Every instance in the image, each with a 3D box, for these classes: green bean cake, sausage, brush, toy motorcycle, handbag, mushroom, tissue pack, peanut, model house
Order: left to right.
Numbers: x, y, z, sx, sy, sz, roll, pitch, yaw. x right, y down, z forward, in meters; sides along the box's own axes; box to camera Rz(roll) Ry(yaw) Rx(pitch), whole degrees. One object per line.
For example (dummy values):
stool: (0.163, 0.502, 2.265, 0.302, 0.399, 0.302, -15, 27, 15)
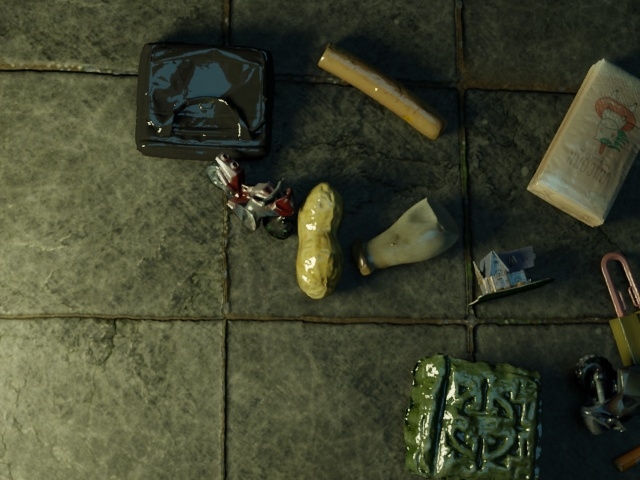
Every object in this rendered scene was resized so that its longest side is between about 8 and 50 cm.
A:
handbag: (-0.229, -0.280, 1.900, 0.275, 0.088, 0.244, 3, 82, -9)
toy motorcycle: (-0.131, -0.092, 1.857, 0.213, 0.122, 0.082, 40, 45, 1)
peanut: (0.000, 0.000, 1.865, 0.103, 0.098, 0.229, -6, 80, 35)
sausage: (0.132, -0.310, 1.967, 0.301, 0.066, 0.066, 33, 76, -3)
mushroom: (0.173, 0.005, 1.904, 0.225, 0.093, 0.116, -33, 70, -4)
green bean cake: (0.294, 0.349, 1.831, 0.255, 0.132, 0.241, 10, 81, -6)
model house: (0.371, 0.064, 1.904, 0.167, 0.117, 0.088, -14, 78, -7)
tissue pack: (0.586, -0.208, 2.007, 0.170, 0.071, 0.325, 31, 76, -3)
toy motorcycle: (0.618, 0.325, 1.894, 0.270, 0.106, 0.159, 18, 81, -16)
brush: (0.642, 0.134, 1.962, 0.103, 0.047, 0.233, -16, 81, -11)
sausage: (0.643, 0.432, 1.912, 0.107, 0.031, 0.031, -22, 83, -13)
